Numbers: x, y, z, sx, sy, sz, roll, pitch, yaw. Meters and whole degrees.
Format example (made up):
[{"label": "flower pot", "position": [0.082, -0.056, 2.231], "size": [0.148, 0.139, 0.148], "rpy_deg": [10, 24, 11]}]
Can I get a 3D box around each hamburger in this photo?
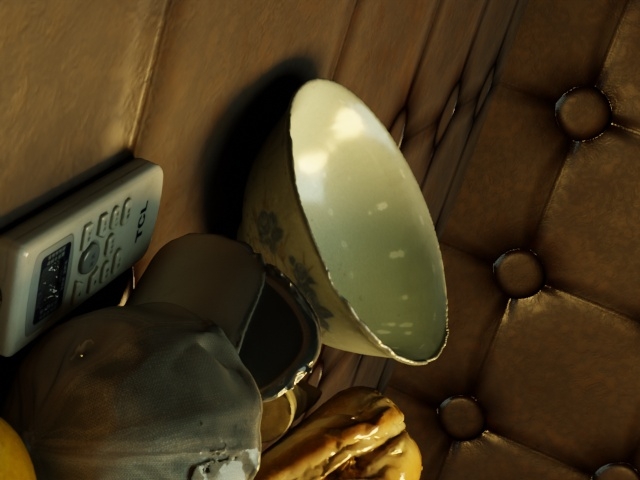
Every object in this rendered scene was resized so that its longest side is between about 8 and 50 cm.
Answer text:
[{"label": "hamburger", "position": [-0.008, 0.335, 1.447], "size": [0.304, 0.174, 0.284], "rpy_deg": [-30, -179, -8]}]

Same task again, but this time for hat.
[{"label": "hat", "position": [-0.129, 0.097, 0.747], "size": [0.161, 0.232, 0.275], "rpy_deg": [46, 36, -29]}]

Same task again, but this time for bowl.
[{"label": "bowl", "position": [0.000, 0.000, 1.083], "size": [0.313, 0.146, 0.313], "rpy_deg": [45, 33, -41]}]

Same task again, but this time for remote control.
[{"label": "remote control", "position": [-0.167, 0.005, 0.723], "size": [0.190, 0.029, 0.088], "rpy_deg": [-46, 155, -61]}]

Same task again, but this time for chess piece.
[{"label": "chess piece", "position": [-0.057, 0.219, 1.433], "size": [0.200, 0.090, 0.090], "rpy_deg": [-6, 118, -76]}]

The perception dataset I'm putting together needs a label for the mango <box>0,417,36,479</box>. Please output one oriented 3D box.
[{"label": "mango", "position": [-0.237, 0.219, 0.573], "size": [0.167, 0.129, 0.262], "rpy_deg": [65, 42, -67]}]
